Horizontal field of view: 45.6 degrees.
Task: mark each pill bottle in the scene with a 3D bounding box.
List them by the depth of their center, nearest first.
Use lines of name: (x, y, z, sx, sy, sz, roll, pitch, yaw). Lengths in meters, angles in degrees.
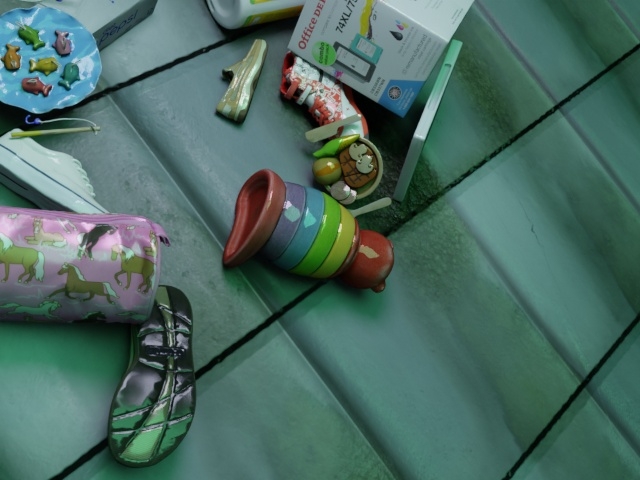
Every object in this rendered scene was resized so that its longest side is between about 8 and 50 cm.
pill bottle: (-0.097, -0.515, 1.536, 0.246, 0.136, 0.136, -23, 80, -34)

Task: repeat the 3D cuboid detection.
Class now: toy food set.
toy food set: (0.052, -0.135, 1.438, 0.038, 0.132, 0.192, -30, 99, -79)

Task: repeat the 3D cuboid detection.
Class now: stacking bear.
stacking bear: (0.000, 0.000, 1.350, 0.289, 0.164, 0.175, 23, 59, -23)

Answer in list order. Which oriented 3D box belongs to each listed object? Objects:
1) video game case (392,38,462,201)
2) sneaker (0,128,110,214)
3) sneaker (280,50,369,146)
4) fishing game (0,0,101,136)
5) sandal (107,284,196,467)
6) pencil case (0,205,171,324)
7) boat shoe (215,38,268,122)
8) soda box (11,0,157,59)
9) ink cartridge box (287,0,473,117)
video game case: (0.217, -0.243, 1.544, 0.025, 0.204, 0.285, 21, 57, 6)
sneaker: (-0.405, -0.088, 1.203, 0.258, 0.094, 0.091, 37, 60, -8)
sneaker: (0.000, -0.262, 1.504, 0.145, 0.090, 0.270, 1, 64, -27)
fishing game: (-0.445, -0.293, 1.206, 0.189, 0.041, 0.264, -3, 79, -19)
sandal: (-0.251, 0.207, 1.165, 0.120, 0.086, 0.303, 15, 47, -15)
pencil case: (-0.417, 0.028, 1.082, 0.386, 0.167, 0.160, 7, 60, -19)
boat shoe: (-0.154, -0.319, 1.464, 0.072, 0.068, 0.190, 18, 60, -7)
soda box: (-0.410, -0.396, 1.342, 0.098, 0.091, 0.286, 43, 55, -4)
ink cartridge box: (0.115, -0.420, 1.476, 0.270, 0.198, 0.197, 31, 46, 1)
